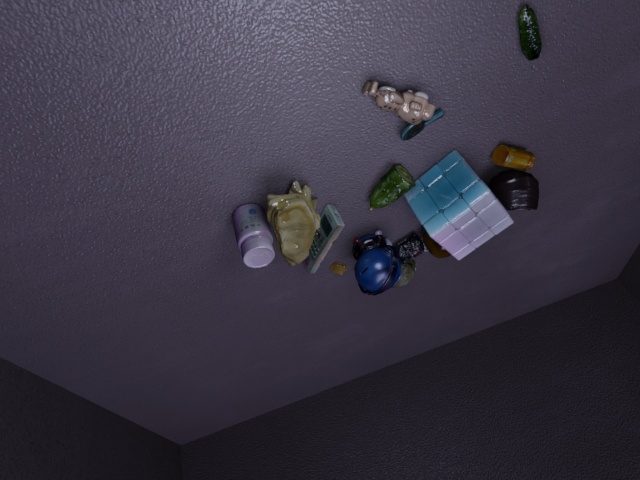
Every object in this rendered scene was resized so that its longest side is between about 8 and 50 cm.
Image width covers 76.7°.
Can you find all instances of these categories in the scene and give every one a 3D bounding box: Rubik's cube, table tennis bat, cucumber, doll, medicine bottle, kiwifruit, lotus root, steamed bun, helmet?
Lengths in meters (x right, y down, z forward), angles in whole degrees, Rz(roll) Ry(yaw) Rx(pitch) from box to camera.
[{"bbox_3d":[0.631,-0.158,1.877,0.315,0.322,0.318,-39,136,22],"label":"Rubik's cube"},{"bbox_3d":[0.410,-0.470,1.635,0.201,0.033,0.124,-31,168,-1],"label":"table tennis bat"},{"bbox_3d":[0.762,-0.756,1.475,0.069,0.069,0.227,-32,135,12],"label":"cucumber"},{"bbox_3d":[0.302,-0.220,1.820,0.134,0.134,0.244,20,128,-38],"label":"cucumber"},{"bbox_3d":[0.289,-0.508,1.477,0.277,0.154,0.119,12,102,-31],"label":"doll"},{"bbox_3d":[-0.276,-0.021,1.676,0.151,0.255,0.152,-12,138,-11],"label":"medicine bottle"},{"bbox_3d":[0.666,-0.018,2.145,0.233,0.196,0.196,-34,138,11],"label":"kiwifruit"},{"bbox_3d":[0.374,0.189,2.262,0.348,0.175,0.175,-7,138,-12],"label":"lotus root"},{"bbox_3d":[0.278,0.118,2.032,0.239,0.310,0.284,14,128,-33],"label":"doll"},{"bbox_3d":[0.914,-0.390,1.916,0.191,0.096,0.096,4,134,-27],"label":"medicine bottle"},{"bbox_3d":[-0.100,-0.097,1.718,0.246,0.190,0.428,-22,146,-5],"label":"steamed bun"},{"bbox_3d":[0.933,-0.259,1.977,0.224,0.305,0.177,-3,112,-5],"label":"helmet"}]

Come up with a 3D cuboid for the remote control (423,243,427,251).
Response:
[{"bbox_3d":[0.678,-0.009,2.276,0.228,0.044,0.073,-25,129,16],"label":"remote control"}]

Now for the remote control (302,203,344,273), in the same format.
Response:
[{"bbox_3d":[-0.001,0.000,1.907,0.050,0.145,0.344,4,133,-33],"label":"remote control"}]

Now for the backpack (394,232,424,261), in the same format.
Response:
[{"bbox_3d":[0.482,0.048,2.199,0.165,0.106,0.120,-37,141,14],"label":"backpack"}]

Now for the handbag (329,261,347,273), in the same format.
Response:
[{"bbox_3d":[0.098,0.151,2.205,0.083,0.027,0.061,20,125,-37],"label":"handbag"}]
